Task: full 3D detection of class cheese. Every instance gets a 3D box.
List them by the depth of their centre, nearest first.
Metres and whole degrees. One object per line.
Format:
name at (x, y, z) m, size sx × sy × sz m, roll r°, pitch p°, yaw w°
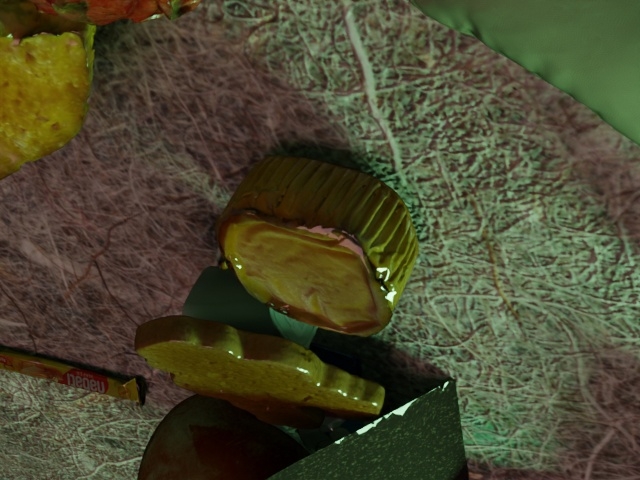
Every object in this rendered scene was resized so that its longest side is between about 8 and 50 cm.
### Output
cheese at (0.024, 0.214, 1.299) m, size 0.155 × 0.062 × 0.244 m, roll 15°, pitch 139°, yaw 21°

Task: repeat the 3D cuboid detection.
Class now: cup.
cup at (-0.070, 0.091, 1.197) m, size 0.130 × 0.095 × 0.128 m, roll -7°, pitch 130°, yaw 35°

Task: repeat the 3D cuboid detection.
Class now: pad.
pad at (0.028, 0.301, 1.238) m, size 0.004 × 0.330 × 0.220 m, roll 51°, pitch 160°, yaw 44°

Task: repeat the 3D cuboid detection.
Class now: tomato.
tomato at (-0.115, 0.335, 1.357) m, size 0.270 × 0.222 × 0.270 m, roll 36°, pitch 171°, yaw 7°

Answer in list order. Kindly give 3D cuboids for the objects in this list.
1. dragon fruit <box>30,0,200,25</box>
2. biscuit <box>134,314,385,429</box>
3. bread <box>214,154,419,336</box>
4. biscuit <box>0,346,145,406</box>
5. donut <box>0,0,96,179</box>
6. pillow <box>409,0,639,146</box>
dragon fruit at (-0.156, -0.266, 0.756) m, size 0.252 × 0.241 × 0.241 m, roll 21°, pitch 143°, yaw 31°
biscuit at (-0.068, 0.142, 1.149) m, size 0.186 × 0.044 × 0.295 m, roll -17°, pitch 145°, yaw 35°
bread at (0.000, -0.001, 1.047) m, size 0.199 × 0.104 × 0.199 m, roll 20°, pitch 145°, yaw 15°
biscuit at (-0.381, 0.194, 1.561) m, size 0.292 × 0.026 × 0.048 m, roll 9°, pitch 118°, yaw 24°
donut at (-0.417, -0.228, 0.939) m, size 0.378 × 0.163 × 0.435 m, roll -27°, pitch 133°, yaw 36°
pillow at (0.215, -0.210, 0.666) m, size 0.255 × 0.119 × 0.322 m, roll 31°, pitch 144°, yaw 2°
